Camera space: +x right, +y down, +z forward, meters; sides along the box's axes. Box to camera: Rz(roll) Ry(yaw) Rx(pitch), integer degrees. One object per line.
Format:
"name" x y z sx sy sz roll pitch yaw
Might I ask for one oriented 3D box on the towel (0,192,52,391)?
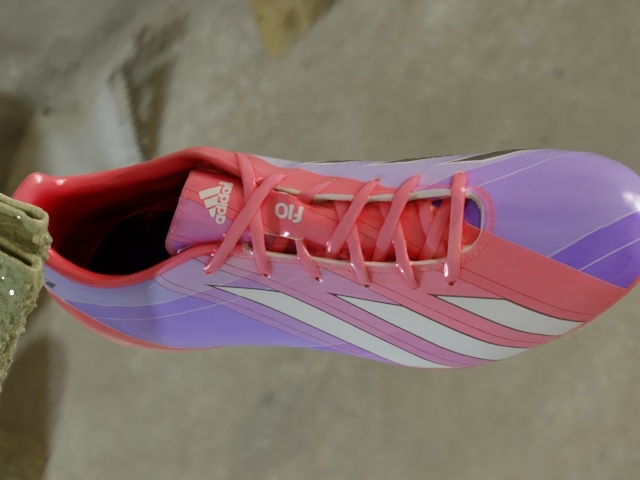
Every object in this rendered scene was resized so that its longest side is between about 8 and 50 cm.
"towel" -0.162 0.029 0.715 0.148 0.110 0.027 -65 -11 29

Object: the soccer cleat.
"soccer cleat" 0.000 0.000 0.713 0.248 0.095 0.083 -3 66 27
